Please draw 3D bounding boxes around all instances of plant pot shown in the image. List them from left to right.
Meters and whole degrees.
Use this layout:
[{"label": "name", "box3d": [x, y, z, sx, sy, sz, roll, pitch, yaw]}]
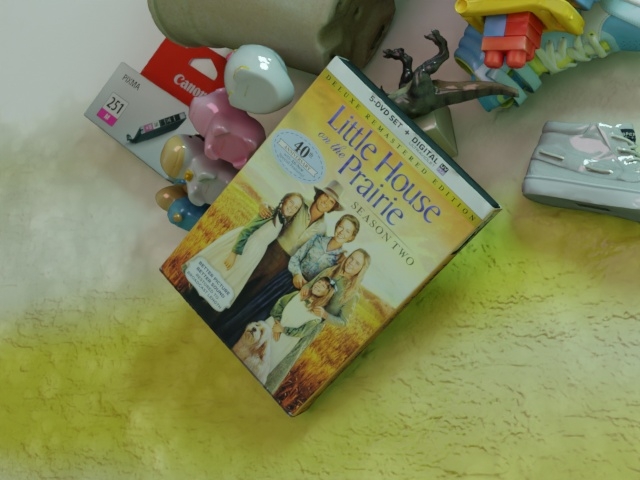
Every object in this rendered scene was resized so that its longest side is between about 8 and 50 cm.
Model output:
[{"label": "plant pot", "box3d": [-0.052, -0.414, 1.386, 0.306, 0.334, 0.333, 29, 86, 22]}]

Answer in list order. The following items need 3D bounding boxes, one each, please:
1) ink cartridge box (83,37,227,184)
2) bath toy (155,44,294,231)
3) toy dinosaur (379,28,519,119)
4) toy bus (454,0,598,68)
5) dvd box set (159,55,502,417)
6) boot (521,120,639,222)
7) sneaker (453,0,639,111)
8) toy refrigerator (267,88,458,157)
[{"label": "ink cartridge box", "box3d": [-0.273, -0.257, 1.572, 0.275, 0.060, 0.239, 36, 91, 33]}, {"label": "bath toy", "box3d": [-0.149, -0.168, 1.350, 0.348, 0.151, 0.129, -56, 11, 38]}, {"label": "toy dinosaur", "box3d": [0.140, -0.223, 1.214, 0.268, 0.064, 0.118, -11, 82, 25]}, {"label": "toy bus", "box3d": [0.284, -0.323, 1.116, 0.220, 0.149, 0.211, 3, 83, 32]}, {"label": "dvd box set", "box3d": [0.000, 0.000, 1.222, 0.307, 0.062, 0.420, 47, 109, 12]}, {"label": "boot", "box3d": [0.395, -0.095, 1.128, 0.258, 0.095, 0.123, 14, 85, 32]}, {"label": "sneaker", "box3d": [0.332, -0.258, 1.214, 0.319, 0.127, 0.208, 24, 84, 39]}, {"label": "toy refrigerator", "box3d": [0.062, -0.151, 1.326, 0.270, 0.102, 0.094, -17, 64, 23]}]
